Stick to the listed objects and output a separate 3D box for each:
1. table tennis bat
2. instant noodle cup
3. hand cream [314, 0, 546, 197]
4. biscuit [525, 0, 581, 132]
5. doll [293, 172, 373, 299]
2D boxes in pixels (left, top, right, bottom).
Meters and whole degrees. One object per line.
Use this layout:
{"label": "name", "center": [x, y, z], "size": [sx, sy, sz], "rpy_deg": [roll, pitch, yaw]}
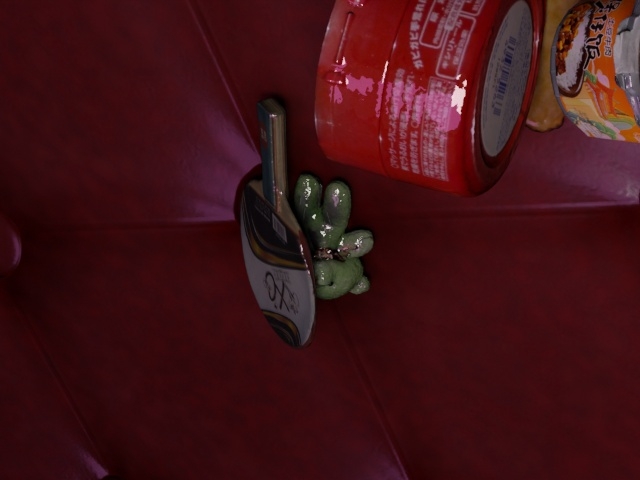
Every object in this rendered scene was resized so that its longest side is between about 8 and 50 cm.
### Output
{"label": "table tennis bat", "center": [-0.045, -0.015, 1.945], "size": [0.173, 0.022, 0.301], "rpy_deg": [46, 147, 47]}
{"label": "instant noodle cup", "center": [0.281, -0.154, 1.560], "size": [0.208, 0.177, 0.125], "rpy_deg": [23, 170, -40]}
{"label": "hand cream", "center": [0.103, -0.157, 1.602], "size": [0.149, 0.230, 0.230], "rpy_deg": [15, 134, 22]}
{"label": "biscuit", "center": [0.155, -0.228, 1.678], "size": [0.232, 0.013, 0.237], "rpy_deg": [29, 138, 8]}
{"label": "doll", "center": [0.000, 0.000, 1.952], "size": [0.115, 0.077, 0.150], "rpy_deg": [7, 120, 20]}
